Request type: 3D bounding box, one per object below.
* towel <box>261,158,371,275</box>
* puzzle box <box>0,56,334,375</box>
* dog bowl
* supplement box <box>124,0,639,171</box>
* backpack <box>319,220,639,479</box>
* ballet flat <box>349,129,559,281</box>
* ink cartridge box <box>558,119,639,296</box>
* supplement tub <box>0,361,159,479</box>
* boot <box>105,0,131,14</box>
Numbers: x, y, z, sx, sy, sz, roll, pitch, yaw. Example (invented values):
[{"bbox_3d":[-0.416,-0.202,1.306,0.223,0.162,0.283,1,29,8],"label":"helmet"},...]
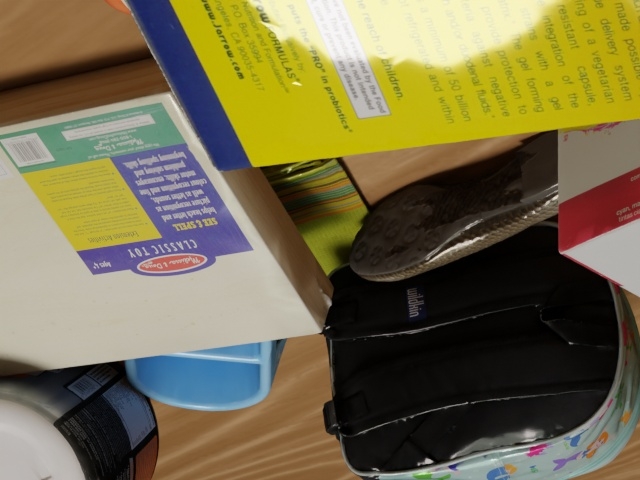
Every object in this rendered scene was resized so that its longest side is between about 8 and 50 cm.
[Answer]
[{"bbox_3d":[0.000,0.000,1.568,0.102,0.021,0.237,-17,148,12],"label":"towel"},{"bbox_3d":[-0.223,-0.004,1.508,0.409,0.052,0.272,-9,132,26],"label":"puzzle box"},{"bbox_3d":[-0.111,0.076,1.704,0.166,0.074,0.297,5,154,0],"label":"dog bowl"},{"bbox_3d":[0.089,-0.188,0.969,0.356,0.194,0.195,-7,134,21],"label":"supplement box"},{"bbox_3d":[0.146,0.107,1.555,0.253,0.225,0.191,-17,149,18],"label":"backpack"},{"bbox_3d":[0.125,-0.020,1.472,0.250,0.084,0.058,-26,139,37],"label":"ballet flat"},{"bbox_3d":[0.247,-0.065,1.250,0.128,0.176,0.127,25,145,-35],"label":"ink cartridge box"},{"bbox_3d":[-0.264,0.206,1.735,0.193,0.193,0.316,2,-173,8],"label":"supplement tub"},{"bbox_3d":[-0.167,-0.199,1.199,0.085,0.059,0.158,-9,142,31],"label":"boot"}]
